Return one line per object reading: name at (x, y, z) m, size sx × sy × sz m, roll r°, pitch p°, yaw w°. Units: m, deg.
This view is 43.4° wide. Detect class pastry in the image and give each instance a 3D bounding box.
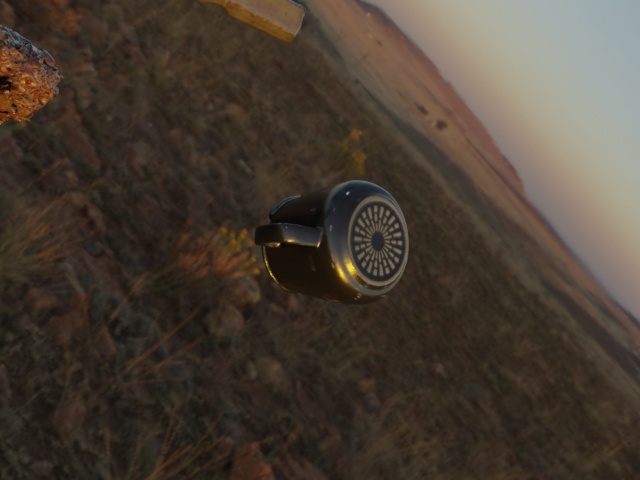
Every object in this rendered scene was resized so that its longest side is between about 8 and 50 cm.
pastry at (-0.647, -0.325, 1.549) m, size 0.275 × 0.193 × 0.275 m, roll 27°, pitch 7°, yaw -3°

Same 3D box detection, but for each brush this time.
brush at (-0.095, -0.229, 0.725) m, size 0.248 × 0.043 × 0.036 m, roll 11°, pitch 28°, yaw -51°

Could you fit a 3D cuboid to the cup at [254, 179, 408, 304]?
cup at (0.000, 0.000, 1.110) m, size 0.223 × 0.169 × 0.176 m, roll 9°, pitch -7°, yaw -41°
